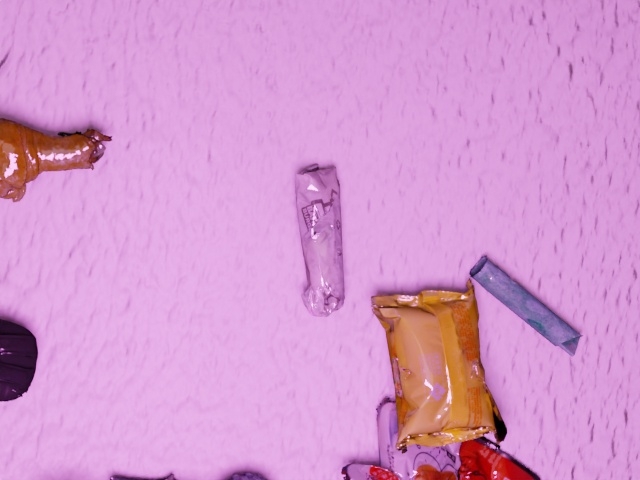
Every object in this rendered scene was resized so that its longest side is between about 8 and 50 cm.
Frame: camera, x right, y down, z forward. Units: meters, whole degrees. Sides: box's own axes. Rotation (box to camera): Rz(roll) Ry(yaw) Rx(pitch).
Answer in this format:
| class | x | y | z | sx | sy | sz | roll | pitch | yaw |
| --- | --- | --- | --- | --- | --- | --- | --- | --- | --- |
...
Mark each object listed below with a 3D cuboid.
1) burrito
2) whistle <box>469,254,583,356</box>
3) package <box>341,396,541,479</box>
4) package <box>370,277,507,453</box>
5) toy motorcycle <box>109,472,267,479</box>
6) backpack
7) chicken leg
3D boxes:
| class | x | y | z | sx | sy | sz | roll | pitch | yaw |
| --- | --- | --- | --- | --- | --- | --- | --- | --- | --- |
| burrito | 0.000 | 0.000 | 1.164 | 0.064 | 0.064 | 0.203 | -3 | 93 | -8 |
| whistle | 0.288 | 0.092 | 1.222 | 0.186 | 0.039 | 0.039 | 38 | 87 | -8 |
| package | 0.163 | 0.340 | 1.204 | 0.269 | 0.071 | 0.194 | 36 | 80 | -13 |
| package | 0.158 | 0.167 | 1.172 | 0.168 | 0.090 | 0.226 | -4 | 82 | -18 |
| toy motorcycle | -0.208 | 0.400 | 1.123 | 0.326 | 0.143 | 0.188 | -1 | 102 | -23 |
| backpack | -0.439 | 0.149 | 1.085 | 0.165 | 0.105 | 0.120 | 18 | 68 | -25 |
| chicken leg | -0.377 | -0.101 | 1.097 | 0.227 | 0.088 | 0.103 | 1 | 83 | -15 |
